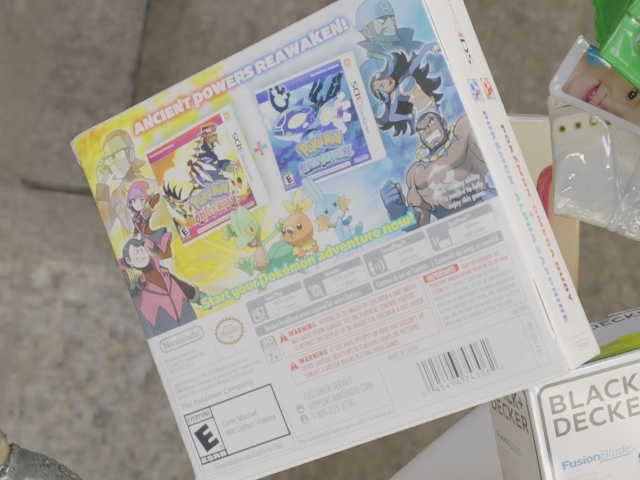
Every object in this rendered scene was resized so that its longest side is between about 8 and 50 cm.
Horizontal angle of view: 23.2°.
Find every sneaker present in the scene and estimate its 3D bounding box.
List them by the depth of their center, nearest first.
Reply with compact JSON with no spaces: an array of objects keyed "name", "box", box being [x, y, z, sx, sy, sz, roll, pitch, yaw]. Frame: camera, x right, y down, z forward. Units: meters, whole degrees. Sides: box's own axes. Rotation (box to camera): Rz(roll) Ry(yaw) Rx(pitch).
[{"name":"sneaker","box":[0.307,-0.141,1.515,0.108,0.169,0.292,-47,-30,-68]}]

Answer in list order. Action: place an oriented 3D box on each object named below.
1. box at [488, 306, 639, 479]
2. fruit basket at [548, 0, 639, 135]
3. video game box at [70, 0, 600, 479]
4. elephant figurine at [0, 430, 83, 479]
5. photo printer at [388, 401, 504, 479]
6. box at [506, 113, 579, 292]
[{"name":"box","box":[0.216,0.193,1.004,0.087,0.169,0.290,-145,43,-75]},{"name":"fruit basket","box":[0.408,-0.163,1.214,0.327,0.353,0.165,-58,7,31]},{"name":"video game box","box":[0.000,0.000,0.715,0.205,0.048,0.187,-22,88,30]},{"name":"elephant figurine","box":[-0.232,0.119,0.834,0.186,0.169,0.239,-2,111,38]},{"name":"photo printer","box":[0.217,0.215,1.288,0.307,0.256,0.107,-1,115,49]},{"name":"box","box":[0.225,-0.030,1.798,0.148,0.127,0.232,-117,29,-83]}]
